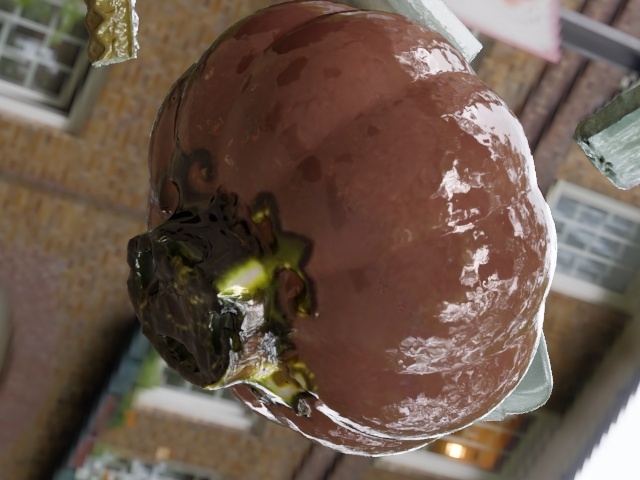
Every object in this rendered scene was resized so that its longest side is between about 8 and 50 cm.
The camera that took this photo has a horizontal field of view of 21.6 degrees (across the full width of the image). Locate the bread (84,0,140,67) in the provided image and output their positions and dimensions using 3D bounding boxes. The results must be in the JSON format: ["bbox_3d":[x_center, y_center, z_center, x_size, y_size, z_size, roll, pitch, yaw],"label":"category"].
[{"bbox_3d":[-0.231,-0.248,1.857,0.060,0.066,0.110,-9,-95,41],"label":"bread"}]

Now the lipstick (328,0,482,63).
[{"bbox_3d":[0.021,-0.226,1.372,0.079,0.253,0.077,-35,-169,46],"label":"lipstick"}]

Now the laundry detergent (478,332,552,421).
[{"bbox_3d":[0.082,0.105,1.735,0.105,0.280,0.215,113,-35,-68],"label":"laundry detergent"}]

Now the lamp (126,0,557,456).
[{"bbox_3d":[0.000,0.000,1.073,0.305,0.239,0.305,32,-45,39],"label":"lamp"}]

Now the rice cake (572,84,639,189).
[{"bbox_3d":[0.372,-0.136,1.746,0.211,0.124,0.038,-37,-134,15],"label":"rice cake"}]
